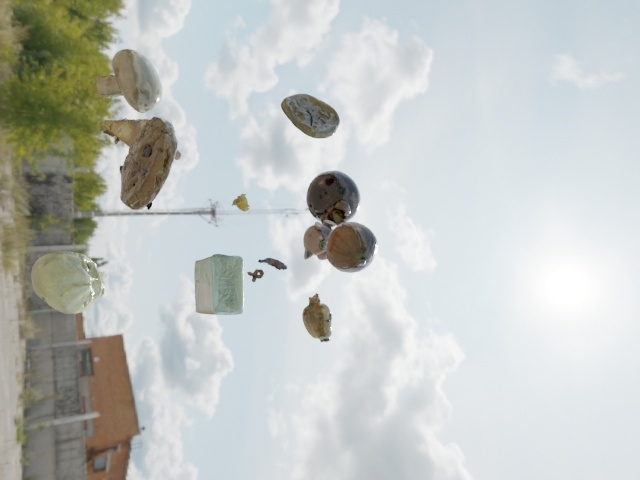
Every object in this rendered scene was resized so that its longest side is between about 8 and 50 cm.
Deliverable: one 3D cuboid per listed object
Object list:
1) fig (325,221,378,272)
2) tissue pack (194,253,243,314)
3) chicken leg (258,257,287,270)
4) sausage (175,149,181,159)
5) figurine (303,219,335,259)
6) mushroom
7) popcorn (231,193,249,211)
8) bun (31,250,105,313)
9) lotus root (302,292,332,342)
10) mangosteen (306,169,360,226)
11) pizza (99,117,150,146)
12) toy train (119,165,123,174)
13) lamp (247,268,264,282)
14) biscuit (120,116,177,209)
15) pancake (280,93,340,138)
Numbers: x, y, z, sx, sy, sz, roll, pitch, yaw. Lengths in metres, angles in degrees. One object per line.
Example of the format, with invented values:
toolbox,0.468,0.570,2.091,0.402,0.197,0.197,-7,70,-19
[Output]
fig,0.106,0.023,1.407,0.202,0.148,0.150,12,-112,46
tissue pack,-0.588,0.260,2.772,0.404,0.205,0.332,-14,-104,63
chicken leg,-0.300,0.145,3.045,0.093,0.204,0.053,-109,-141,-61
sausage,-0.511,-0.307,1.654,0.034,0.083,0.034,-10,-117,20
figurine,0.000,0.000,1.694,0.125,0.125,0.138,39,-58,53
mushroom,-0.633,-0.525,1.603,0.206,0.209,0.207,41,-39,47
popcorn,-0.357,-0.162,2.139,0.084,0.084,0.084,6,-84,60
bun,-0.873,0.128,1.694,0.160,0.259,0.259,-46,-138,4
lotus root,-0.010,0.408,2.461,0.154,0.140,0.257,-7,-70,31
mangosteen,0.059,-0.205,2.484,0.297,0.297,0.293,-20,-145,59
pizza,-0.771,-0.432,1.896,0.069,0.193,0.154,41,-70,48
toy train,-0.639,-0.224,1.558,0.083,0.017,0.017,165,-70,-70
lamp,-0.318,0.168,2.396,0.083,0.031,0.063,-27,-80,26
biscuit,-0.513,-0.229,1.407,0.295,0.075,0.296,-21,-121,40
pancake,-0.043,-0.581,2.217,0.295,0.294,0.050,67,-33,32
